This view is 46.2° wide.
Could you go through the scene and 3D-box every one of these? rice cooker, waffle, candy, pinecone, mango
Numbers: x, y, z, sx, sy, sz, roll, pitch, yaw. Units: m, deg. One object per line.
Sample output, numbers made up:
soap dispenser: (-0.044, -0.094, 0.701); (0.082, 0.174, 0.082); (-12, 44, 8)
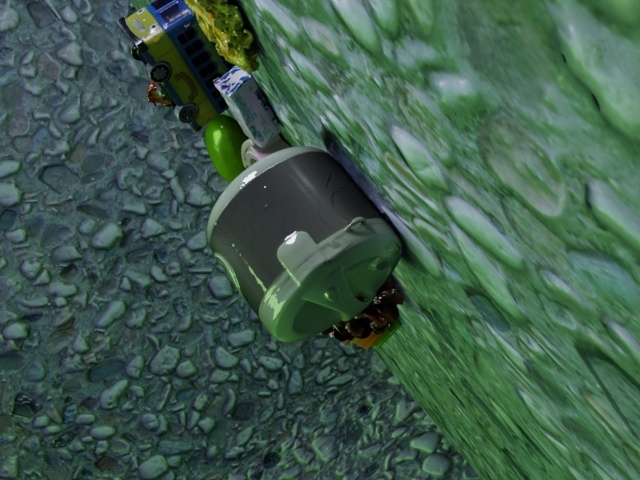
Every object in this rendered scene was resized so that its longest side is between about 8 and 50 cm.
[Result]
rice cooker: (-0.024, 0.015, 1.277); (0.277, 0.288, 0.288); (52, 175, 21)
waffle: (-0.203, -0.418, 1.226); (0.307, 0.060, 0.312); (52, 177, 11)
candy: (-0.154, -0.288, 1.610); (0.092, 0.073, 0.160); (43, 168, 46)
pinecone: (0.080, 0.139, 1.683); (0.179, 0.184, 0.204); (5, -169, -39)
mango: (-0.285, -0.293, 2.427); (0.192, 0.156, 0.343); (51, 174, 21)

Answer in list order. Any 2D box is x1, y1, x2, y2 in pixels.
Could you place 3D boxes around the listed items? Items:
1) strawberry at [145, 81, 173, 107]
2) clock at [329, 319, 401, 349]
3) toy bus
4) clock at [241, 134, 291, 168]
strawberry: (-0.373, -0.477, 2.108); (0.234, 0.233, 0.178); (87, 178, -82)
clock: (0.063, 0.188, 2.052); (0.255, 0.106, 0.220); (4, -138, -54)
toy bus: (-0.309, -0.403, 1.689); (0.138, 0.175, 0.288); (51, 175, 38)
clock: (-0.089, -0.130, 1.842); (0.275, 0.080, 0.290); (54, 168, -1)
